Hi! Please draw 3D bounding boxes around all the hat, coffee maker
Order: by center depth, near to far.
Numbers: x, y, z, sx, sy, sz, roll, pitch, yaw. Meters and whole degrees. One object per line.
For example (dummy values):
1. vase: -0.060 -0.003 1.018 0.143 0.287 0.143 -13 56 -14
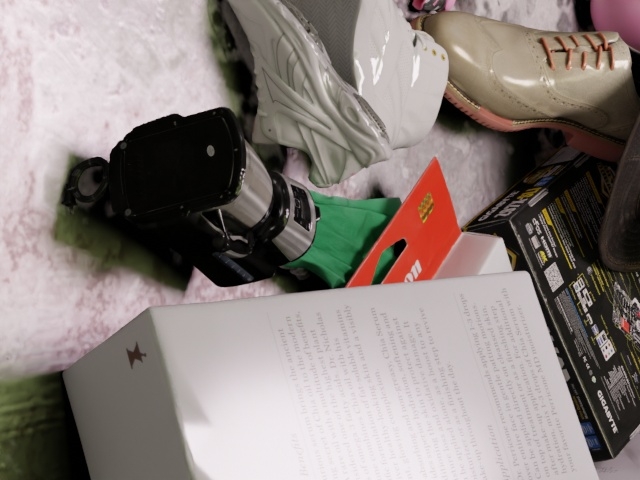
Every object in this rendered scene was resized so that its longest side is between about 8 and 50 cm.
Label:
1. coffee maker: -0.110 -0.038 1.621 0.178 0.171 0.120 44 59 -60
2. hat: 0.464 -0.086 2.071 0.331 0.134 0.331 -32 139 -34

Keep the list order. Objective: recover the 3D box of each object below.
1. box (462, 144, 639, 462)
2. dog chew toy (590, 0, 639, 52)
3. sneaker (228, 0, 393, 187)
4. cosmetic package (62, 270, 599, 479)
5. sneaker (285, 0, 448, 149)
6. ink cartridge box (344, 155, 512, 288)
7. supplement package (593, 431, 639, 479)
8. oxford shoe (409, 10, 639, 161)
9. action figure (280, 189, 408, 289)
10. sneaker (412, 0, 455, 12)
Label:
1. box: 0.320 0.071 2.144 0.257 0.079 0.322 -38 108 -48
2. dog chew toy: 0.433 -0.318 2.265 0.206 0.206 0.332 -20 118 -50
3. sneaker: -0.035 -0.149 1.753 0.232 0.115 0.090 54 10 -2
4. cosmetic package: 0.019 0.173 1.618 0.453 0.161 0.230 -4 70 -39
5. sneaker: 0.054 -0.231 1.866 0.169 0.108 0.292 -17 109 -52
6. ink cartridge box: 0.115 0.088 1.884 0.275 0.060 0.239 -55 141 -33
7. supplement package: 0.404 0.377 2.164 0.175 0.177 0.293 -38 115 -46
8. oxford shoe: 0.272 -0.205 2.047 0.397 0.146 0.140 10 57 -40
9. action figure: 0.000 0.000 1.797 0.232 0.063 0.137 19 72 -53
10. sneaker: 0.115 -0.311 1.993 0.057 0.047 0.119 -16 98 -39
